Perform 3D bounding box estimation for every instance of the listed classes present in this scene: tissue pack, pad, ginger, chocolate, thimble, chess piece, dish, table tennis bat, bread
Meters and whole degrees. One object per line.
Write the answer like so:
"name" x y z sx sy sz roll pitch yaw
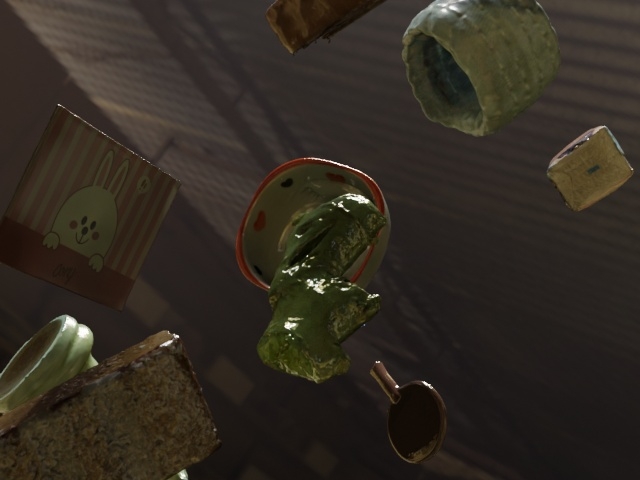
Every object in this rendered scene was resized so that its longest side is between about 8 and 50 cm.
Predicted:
"tissue pack" 0.258 -0.069 1.157 0.058 0.074 0.094 54 12 1
"pad" -0.290 -0.031 1.535 0.005 0.202 0.300 21 -7 27
"ginger" 0.008 0.054 1.477 0.137 0.289 0.089 -13 -50 19
"chocolate" 0.036 -0.344 1.624 0.214 0.148 0.093 -31 -84 35
"thimble" 0.238 -0.271 1.813 0.205 0.172 0.250 42 -18 29
"chess piece" -0.309 0.257 1.723 0.298 0.175 0.176 44 -16 -17
"dish" 0.000 0.000 1.947 0.256 0.256 0.117 27 -10 28
"table tennis bat" 0.079 0.221 1.615 0.119 0.107 0.170 12 27 -39
"bread" -0.323 0.271 1.416 0.113 0.417 0.165 18 -46 63
